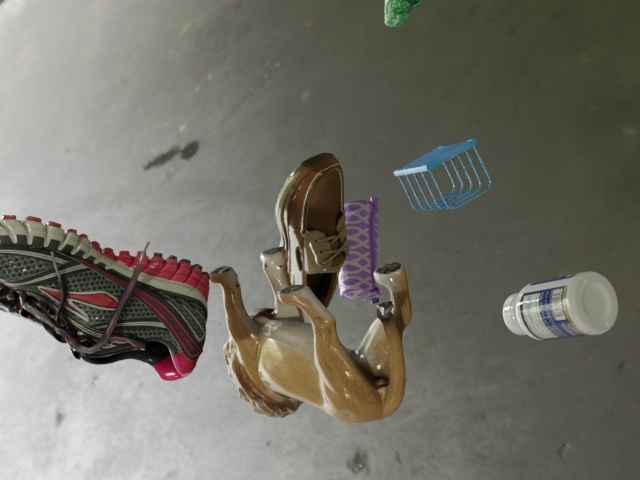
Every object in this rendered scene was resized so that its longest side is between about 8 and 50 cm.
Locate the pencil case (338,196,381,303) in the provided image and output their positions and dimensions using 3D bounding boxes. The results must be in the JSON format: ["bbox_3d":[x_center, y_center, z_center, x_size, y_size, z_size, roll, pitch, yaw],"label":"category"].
[{"bbox_3d":[0.080,0.021,1.580,0.088,0.086,0.206,-22,64,49],"label":"pencil case"}]

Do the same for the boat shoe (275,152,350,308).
[{"bbox_3d":[0.000,0.000,1.316,0.122,0.324,0.120,-28,57,-30],"label":"boat shoe"}]

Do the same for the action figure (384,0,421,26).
[{"bbox_3d":[0.106,-0.391,1.063,0.063,0.137,0.232,-16,62,44],"label":"action figure"}]

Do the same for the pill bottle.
[{"bbox_3d":[0.361,0.105,1.207,0.169,0.094,0.094,-22,44,62],"label":"pill bottle"}]

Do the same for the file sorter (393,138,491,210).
[{"bbox_3d":[0.248,-0.126,1.590,0.118,0.104,0.170,-28,9,-14],"label":"file sorter"}]

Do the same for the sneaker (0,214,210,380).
[{"bbox_3d":[-0.238,0.057,0.747,0.121,0.299,0.112,-32,51,48],"label":"sneaker"}]

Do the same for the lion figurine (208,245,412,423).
[{"bbox_3d":[-0.008,0.141,0.931,0.142,0.240,0.392,-22,17,-25],"label":"lion figurine"}]
